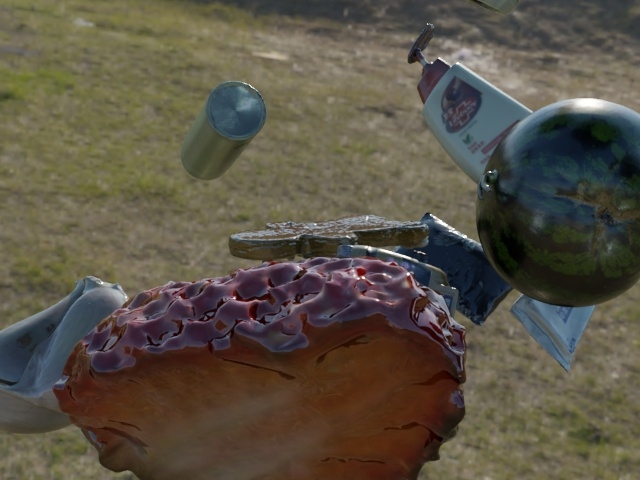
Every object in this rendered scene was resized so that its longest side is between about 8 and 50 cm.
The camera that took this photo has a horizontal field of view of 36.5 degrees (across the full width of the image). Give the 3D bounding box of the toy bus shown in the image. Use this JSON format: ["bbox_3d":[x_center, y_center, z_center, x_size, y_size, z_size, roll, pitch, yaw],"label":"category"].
[{"bbox_3d":[0.088,0.107,1.256,0.157,0.139,0.289,11,-16,8],"label":"toy bus"}]

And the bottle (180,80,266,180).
[{"bbox_3d":[-0.124,-0.130,1.194,0.072,0.072,0.201,4,-12,-16],"label":"bottle"}]

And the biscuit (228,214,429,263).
[{"bbox_3d":[0.000,0.000,1.436,0.302,0.049,0.197,-7,9,-36],"label":"biscuit"}]

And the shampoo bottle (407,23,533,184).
[{"bbox_3d":[0.234,-0.230,1.592,0.284,0.153,0.071,52,15,20],"label":"shampoo bottle"}]

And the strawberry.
[{"bbox_3d":[-0.032,0.091,0.721,0.265,0.336,0.149,35,46,-25],"label":"strawberry"}]

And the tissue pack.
[{"bbox_3d":[0.342,0.084,1.388,0.026,0.122,0.193,-34,12,47],"label":"tissue pack"}]

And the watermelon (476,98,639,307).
[{"bbox_3d":[0.325,-0.050,1.240,0.269,0.269,0.269,8,14,-2],"label":"watermelon"}]

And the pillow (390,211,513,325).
[{"bbox_3d":[0.221,0.045,1.611,0.208,0.055,0.141,34,63,26],"label":"pillow"}]

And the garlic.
[{"bbox_3d":[-0.462,0.214,1.683,0.340,0.245,0.231,-20,9,-36],"label":"garlic"}]

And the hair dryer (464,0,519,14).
[{"bbox_3d":[0.283,-0.370,1.297,0.108,0.173,0.357,31,14,25],"label":"hair dryer"}]
